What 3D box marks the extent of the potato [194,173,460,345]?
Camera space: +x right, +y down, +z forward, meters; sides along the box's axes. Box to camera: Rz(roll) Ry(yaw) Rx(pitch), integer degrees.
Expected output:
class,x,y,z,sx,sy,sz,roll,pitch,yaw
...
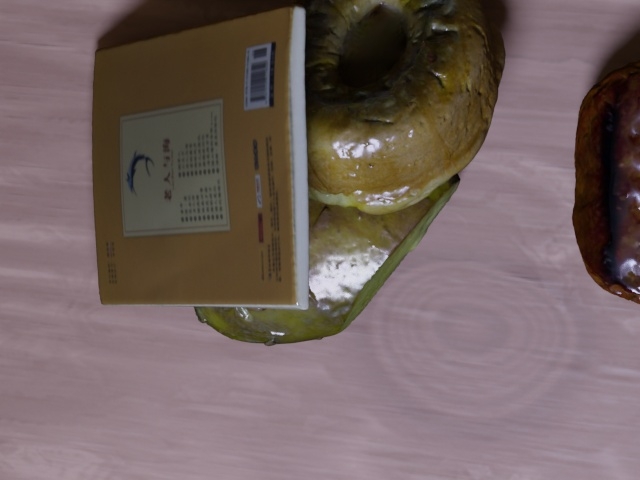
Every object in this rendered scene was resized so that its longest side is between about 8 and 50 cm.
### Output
class,x,y,z,sx,sy,sz,roll,pitch,yaw
potato,0.000,0.000,1.824,0.298,0.141,0.176,-27,94,21

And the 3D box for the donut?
class,x,y,z,sx,sy,sz,roll,pitch,yaw
donut,0.059,-0.156,1.739,0.208,0.128,0.261,8,62,17

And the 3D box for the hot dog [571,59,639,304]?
class,x,y,z,sx,sy,sz,roll,pitch,yaw
hot dog,0.308,-0.055,1.734,0.160,0.099,0.227,6,99,17

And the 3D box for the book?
class,x,y,z,sx,sy,sz,roll,pitch,yaw
book,-0.119,-0.068,1.772,0.389,0.032,0.269,0,91,58
